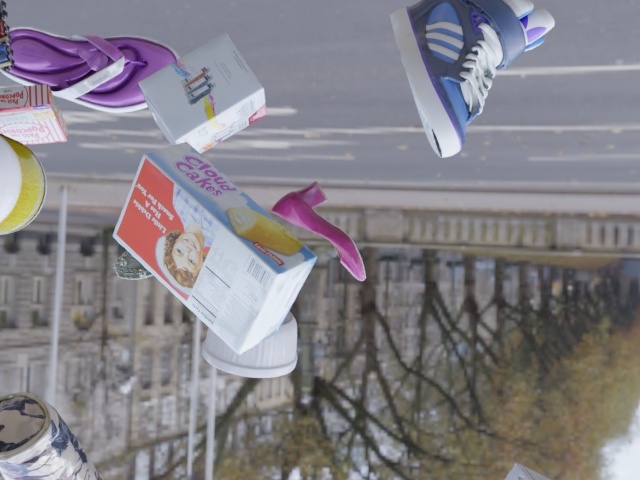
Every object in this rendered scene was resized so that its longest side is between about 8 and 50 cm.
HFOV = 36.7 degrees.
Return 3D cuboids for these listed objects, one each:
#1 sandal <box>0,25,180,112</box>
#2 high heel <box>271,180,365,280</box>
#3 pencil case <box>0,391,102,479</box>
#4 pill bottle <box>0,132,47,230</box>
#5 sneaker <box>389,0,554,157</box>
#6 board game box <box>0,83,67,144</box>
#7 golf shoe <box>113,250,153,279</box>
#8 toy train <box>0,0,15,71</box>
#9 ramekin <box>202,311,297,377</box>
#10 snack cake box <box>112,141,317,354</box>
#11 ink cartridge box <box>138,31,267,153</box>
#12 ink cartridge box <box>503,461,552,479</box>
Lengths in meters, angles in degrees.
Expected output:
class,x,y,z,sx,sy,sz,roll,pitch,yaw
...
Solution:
class,x,y,z,sx,sy,sz,roll,pitch,yaw
sandal,-0.500,-0.364,2.020,0.416,0.169,0.102,7,177,9
high heel,0.000,0.000,2.072,0.117,0.244,0.082,-31,-171,-6
pencil case,-0.576,0.476,1.995,0.183,0.160,0.410,-16,137,-2
pill bottle,-0.598,-0.103,1.673,0.187,0.188,0.334,2,180,-5
sneaker,0.244,-0.279,1.441,0.236,0.323,0.130,-18,136,8
board game box,-0.580,-0.240,1.867,0.146,0.045,0.193,-6,166,-5
golf shoe,-0.323,0.038,1.932,0.176,0.069,0.086,-20,167,-7
toy train,-0.550,-0.358,1.659,0.027,0.158,0.036,-16,156,1
ramekin,-0.146,0.204,2.081,0.207,0.109,0.207,9,-164,-3
snack cake box,-0.149,0.008,1.316,0.264,0.152,0.089,41,-144,19
ink cartridge box,-0.200,-0.241,1.652,0.176,0.127,0.128,-32,169,-8
ink cartridge box,0.393,0.453,1.702,0.122,0.052,0.088,30,-172,-20
